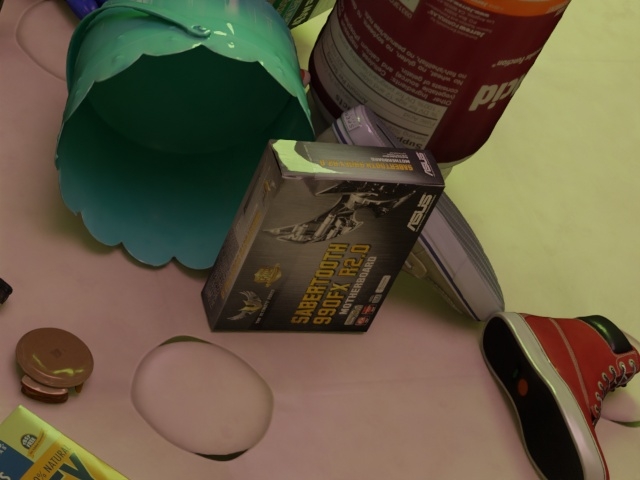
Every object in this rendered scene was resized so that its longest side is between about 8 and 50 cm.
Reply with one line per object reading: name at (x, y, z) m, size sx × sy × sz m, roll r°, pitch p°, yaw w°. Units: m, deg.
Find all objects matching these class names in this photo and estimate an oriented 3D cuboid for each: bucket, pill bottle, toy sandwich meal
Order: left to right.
toy sandwich meal at (-0.259, 0.121, 1.849) m, size 0.085 × 0.029 × 0.085 m, roll 15°, pitch 40°, yaw -13°
bucket at (-0.140, -0.131, 1.976) m, size 0.281 × 0.281 × 0.183 m, roll 14°, pitch 36°, yaw -15°
pill bottle at (0.120, -0.219, 2.095) m, size 0.224 × 0.392 × 0.224 m, roll 14°, pitch 46°, yaw -15°

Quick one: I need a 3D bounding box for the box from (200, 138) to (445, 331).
box at (0.000, 0.000, 1.946) m, size 0.183 × 0.231 × 0.056 m, roll 2°, pitch 46°, yaw -26°

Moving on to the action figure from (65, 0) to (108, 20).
action figure at (-0.263, -0.312, 2.178) m, size 0.280 × 0.139 × 0.091 m, roll 41°, pitch 44°, yaw 16°

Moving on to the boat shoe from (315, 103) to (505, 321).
boat shoe at (0.091, -0.018, 2.065) m, size 0.302 × 0.094 × 0.109 m, roll 51°, pitch 18°, yaw -24°

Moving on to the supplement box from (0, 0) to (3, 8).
supplement box at (-0.394, -0.265, 2.099) m, size 0.083 × 0.083 × 0.056 m, roll 23°, pitch 44°, yaw -8°

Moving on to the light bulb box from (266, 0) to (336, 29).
light bulb box at (-0.113, -0.444, 2.153) m, size 0.225 × 0.358 × 0.361 m, roll -31°, pitch 79°, yaw -28°

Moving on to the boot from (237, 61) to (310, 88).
boot at (-0.082, -0.159, 2.123) m, size 0.084 × 0.158 × 0.059 m, roll 26°, pitch 48°, yaw -33°

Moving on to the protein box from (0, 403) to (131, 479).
protein box at (-0.228, 0.286, 1.584) m, size 0.201 × 0.200 × 0.136 m, roll 34°, pitch 43°, yaw 6°

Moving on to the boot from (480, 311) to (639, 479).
boot at (0.295, 0.174, 2.045) m, size 0.176 × 0.088 × 0.244 m, roll 2°, pitch 46°, yaw -28°

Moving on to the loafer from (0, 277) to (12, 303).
loafer at (-0.384, 0.031, 1.858) m, size 0.170 × 0.062 × 0.061 m, roll 24°, pitch 82°, yaw -15°
